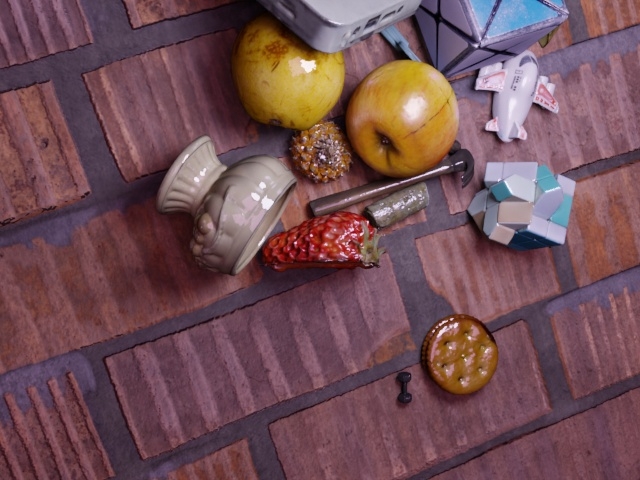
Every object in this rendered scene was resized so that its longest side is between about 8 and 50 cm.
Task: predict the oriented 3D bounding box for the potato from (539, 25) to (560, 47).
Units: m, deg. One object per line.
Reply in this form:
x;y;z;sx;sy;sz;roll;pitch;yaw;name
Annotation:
0.627;-0.617;1.713;0.120;0.081;0.149;-32;101;-6;potato

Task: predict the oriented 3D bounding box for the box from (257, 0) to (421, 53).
0.002;-0.607;1.415;0.396;0.111;0.396;44;52;11;box

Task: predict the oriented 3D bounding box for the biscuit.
0.384;0.312;1.751;0.221;0.066;0.220;-1;95;-14;biscuit

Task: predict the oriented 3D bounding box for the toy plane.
0.519;-0.384;1.693;0.253;0.118;0.251;-1;93;-15;toy plane

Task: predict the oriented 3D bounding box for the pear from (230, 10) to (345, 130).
-0.076;-0.393;1.477;0.281;0.281;0.280;-1;95;-13;pear

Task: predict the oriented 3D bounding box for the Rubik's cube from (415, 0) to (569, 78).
0.389;-0.564;1.523;0.260;0.255;0.259;-23;89;-10;Rubik's cube

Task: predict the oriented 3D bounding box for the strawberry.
0.016;0.001;1.584;0.254;0.280;0.150;6;82;-49;strawberry

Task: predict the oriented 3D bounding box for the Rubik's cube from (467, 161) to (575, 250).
0.512;-0.086;1.648;0.213;0.265;0.224;20;75;-17;Rubik's cube

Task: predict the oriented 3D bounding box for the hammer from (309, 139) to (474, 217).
0.185;-0.146;1.646;0.440;0.168;0.044;-18;131;-2;hammer

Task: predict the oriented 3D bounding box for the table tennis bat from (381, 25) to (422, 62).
0.224;-0.475;1.616;0.038;0.149;0.237;-42;82;17;table tennis bat

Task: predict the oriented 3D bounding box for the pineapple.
0.012;-0.223;1.579;0.176;0.137;0.161;45;85;-14;pineapple

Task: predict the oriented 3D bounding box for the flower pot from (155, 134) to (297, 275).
-0.225;-0.089;1.472;0.244;0.307;0.307;32;87;3;flower pot

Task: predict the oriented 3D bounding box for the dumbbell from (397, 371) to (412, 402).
0.230;0.402;1.740;0.040;0.036;0.083;-4;96;-14;dumbbell

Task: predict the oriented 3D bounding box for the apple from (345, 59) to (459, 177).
0.198;-0.288;1.540;0.286;0.286;0.233;41;60;-13;apple

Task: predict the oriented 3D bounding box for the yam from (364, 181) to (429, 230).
0.203;-0.089;1.669;0.179;0.078;0.078;-25;100;-13;yam
